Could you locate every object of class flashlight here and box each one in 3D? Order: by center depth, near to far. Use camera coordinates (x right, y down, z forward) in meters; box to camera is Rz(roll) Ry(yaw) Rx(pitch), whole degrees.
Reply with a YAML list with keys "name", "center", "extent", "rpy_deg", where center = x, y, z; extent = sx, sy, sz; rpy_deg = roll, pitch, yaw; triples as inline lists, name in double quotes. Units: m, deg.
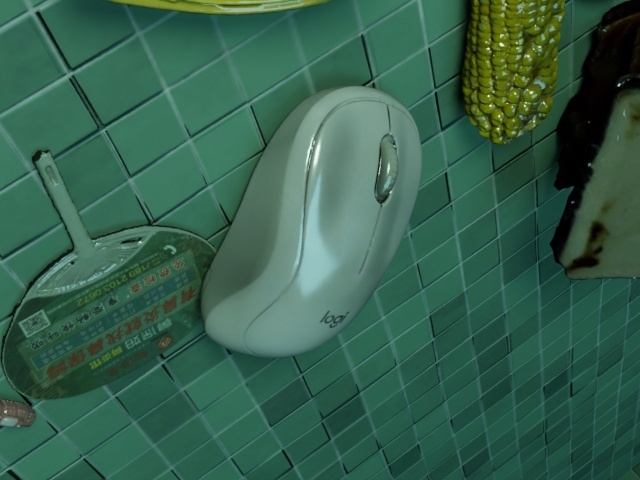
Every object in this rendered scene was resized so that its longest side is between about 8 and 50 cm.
- name: "flashlight"
  center: [-0.304, 0.155, 0.874]
  extent: [0.052, 0.031, 0.110]
  rpy_deg: [-49, 144, 9]

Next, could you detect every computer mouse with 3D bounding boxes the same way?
- name: "computer mouse"
  center: [0.000, 0.000, 0.923]
  extent: [0.184, 0.121, 0.297]
  rpy_deg: [15, 115, -48]

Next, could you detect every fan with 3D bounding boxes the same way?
- name: "fan"
  center: [-0.217, 0.057, 0.875]
  extent: [0.223, 0.012, 0.294]
  rpy_deg: [-46, 144, 7]

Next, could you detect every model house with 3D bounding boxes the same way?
- name: "model house"
  center: [0.429, -0.132, 1.097]
  extent: [0.283, 0.297, 0.317]
  rpy_deg: [-70, 170, -53]

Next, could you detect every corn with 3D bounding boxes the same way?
- name: "corn"
  center: [0.181, -0.219, 0.896]
  extent: [0.097, 0.097, 0.320]
  rpy_deg: [-29, 142, -18]

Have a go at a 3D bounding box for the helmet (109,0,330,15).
- name: "helmet"
  center: [-0.046, -0.249, 0.611]
  extent: [0.256, 0.140, 0.205]
  rpy_deg: [-6, 164, -24]
